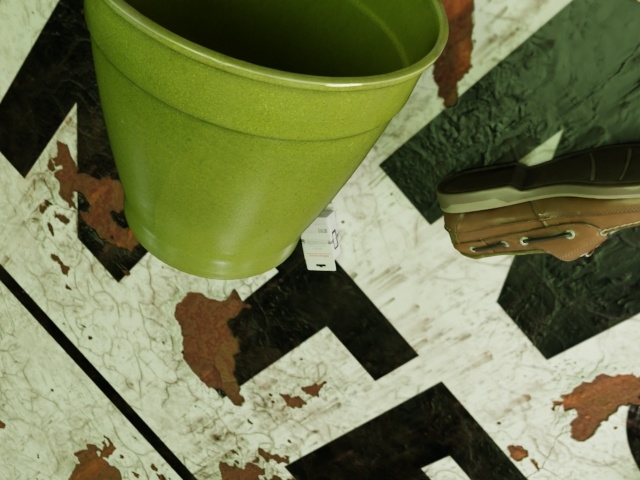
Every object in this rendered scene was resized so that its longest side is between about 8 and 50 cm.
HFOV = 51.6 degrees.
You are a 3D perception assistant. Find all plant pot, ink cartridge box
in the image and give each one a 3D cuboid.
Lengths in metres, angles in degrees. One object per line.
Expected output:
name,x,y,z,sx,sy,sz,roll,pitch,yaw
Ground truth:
plant pot,-0.093,-0.148,0.762,0.366,0.366,0.353,31,135,9
ink cartridge box,0.000,0.000,0.955,0.048,0.028,0.083,1,114,25

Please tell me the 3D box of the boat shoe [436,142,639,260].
boat shoe,0.290,-0.037,0.761,0.307,0.110,0.105,-2,117,37
